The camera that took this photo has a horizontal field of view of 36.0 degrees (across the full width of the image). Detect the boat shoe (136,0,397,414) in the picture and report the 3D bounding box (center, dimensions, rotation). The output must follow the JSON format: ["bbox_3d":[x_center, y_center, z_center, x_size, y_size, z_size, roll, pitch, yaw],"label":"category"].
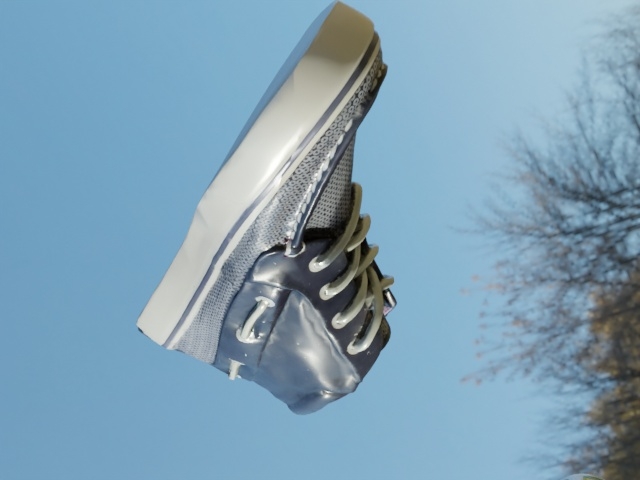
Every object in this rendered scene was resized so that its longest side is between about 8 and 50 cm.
[{"bbox_3d":[0.000,0.000,0.641,0.158,0.340,0.127,31,-125,-5],"label":"boat shoe"}]

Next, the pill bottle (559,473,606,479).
[{"bbox_3d":[0.353,0.394,1.276,0.118,0.117,0.208,65,-170,-4],"label":"pill bottle"}]
